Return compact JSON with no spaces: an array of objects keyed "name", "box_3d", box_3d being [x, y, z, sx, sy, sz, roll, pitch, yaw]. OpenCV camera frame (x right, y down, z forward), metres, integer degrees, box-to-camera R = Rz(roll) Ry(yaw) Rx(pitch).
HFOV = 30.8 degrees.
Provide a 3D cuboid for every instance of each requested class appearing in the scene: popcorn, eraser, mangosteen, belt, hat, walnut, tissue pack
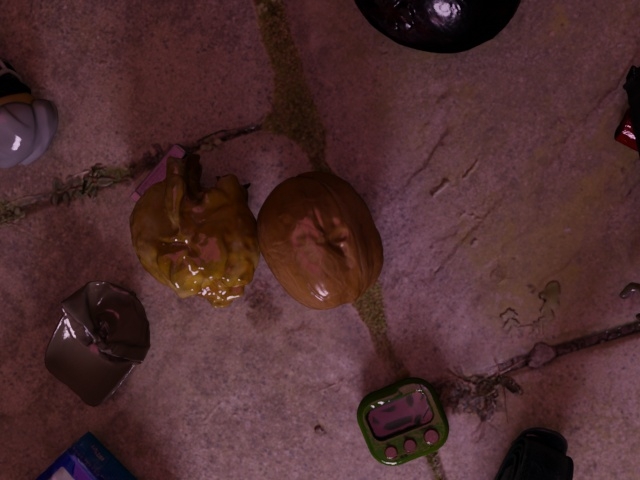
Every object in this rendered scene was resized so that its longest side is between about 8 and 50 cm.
[{"name":"popcorn","box_3d":[-0.208,-0.012,1.887,0.190,0.191,0.253,-14,84,33]},{"name":"eraser","box_3d":[-0.268,-0.110,1.953,0.029,0.052,0.122,42,95,5]},{"name":"mangosteen","box_3d":[0.190,-0.446,1.781,0.297,0.297,0.313,34,91,5]},{"name":"belt","box_3d":[0.317,0.423,1.818,0.116,0.206,0.267,24,87,3]},{"name":"hat","box_3d":[-0.374,0.175,1.974,0.166,0.144,0.173,39,139,3]},{"name":"walnut","box_3d":[0.000,0.000,1.861,0.193,0.193,0.225,-30,98,6]},{"name":"tissue pack","box_3d":[-0.376,0.484,1.938,0.270,0.137,0.209,45,94,1]}]

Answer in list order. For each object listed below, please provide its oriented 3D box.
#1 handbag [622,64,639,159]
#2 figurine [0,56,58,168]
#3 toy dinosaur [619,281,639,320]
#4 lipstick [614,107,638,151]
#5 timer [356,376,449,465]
[{"name":"handbag","box_3d":[0.603,-0.179,1.784,0.247,0.080,0.223,-3,69,-8]},{"name":"figurine","box_3d":[-0.545,-0.234,1.927,0.133,0.176,0.236,-39,81,34]},{"name":"toy dinosaur","box_3d":[0.580,0.102,1.808,0.199,0.072,0.251,52,122,33]},{"name":"lipstick","box_3d":[0.604,-0.128,1.845,0.280,0.073,0.073,27,94,5]},{"name":"timer","box_3d":[0.137,0.298,1.917,0.140,0.047,0.128,-23,90,6]}]
